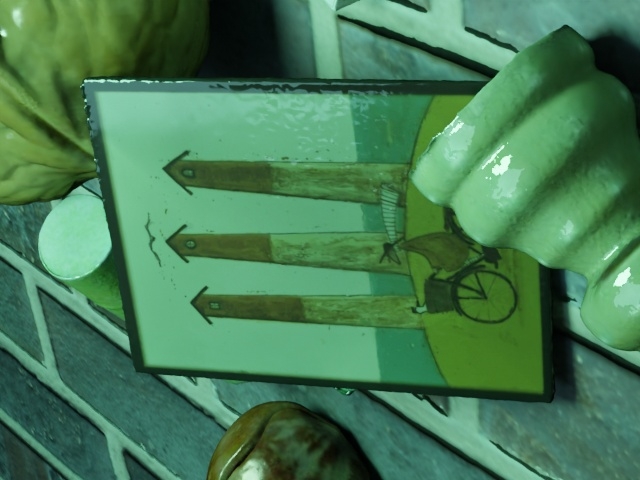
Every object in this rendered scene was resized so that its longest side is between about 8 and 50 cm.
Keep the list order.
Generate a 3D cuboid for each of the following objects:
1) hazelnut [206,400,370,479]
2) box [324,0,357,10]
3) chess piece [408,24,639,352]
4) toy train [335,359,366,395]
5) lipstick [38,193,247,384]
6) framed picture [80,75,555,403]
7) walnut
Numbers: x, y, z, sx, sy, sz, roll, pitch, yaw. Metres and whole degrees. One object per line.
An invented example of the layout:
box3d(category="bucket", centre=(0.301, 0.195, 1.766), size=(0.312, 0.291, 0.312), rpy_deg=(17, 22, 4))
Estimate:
box3d(category="hazelnut", centre=(-0.025, 0.222, 1.335), size=(0.154, 0.143, 0.143), rpy_deg=(41, 145, 17))
box3d(category="box", centre=(0.012, -0.236, 0.971), size=(0.084, 0.040, 0.154), rpy_deg=(51, 148, 21))
box3d(category="chess piece", centre=(0.182, 0.004, 0.852), size=(0.243, 0.133, 0.133), rpy_deg=(46, 147, 10))
box3d(category="toy train", centre=(-0.001, 0.021, 1.159), size=(0.248, 0.101, 0.159), rpy_deg=(15, 118, 52))
box3d(category="lipstick", centre=(-0.125, 0.050, 1.233), size=(0.076, 0.076, 0.304), rpy_deg=(41, 179, 30))
box3d(category="framed picture", centre=(0.000, 0.000, 1.031), size=(0.323, 0.013, 0.244), rpy_deg=(2, 118, 17))
box3d(category="walnut", centre=(-0.223, -0.185, 1.133), size=(0.252, 0.277, 0.313), rpy_deg=(88, 157, -71))
